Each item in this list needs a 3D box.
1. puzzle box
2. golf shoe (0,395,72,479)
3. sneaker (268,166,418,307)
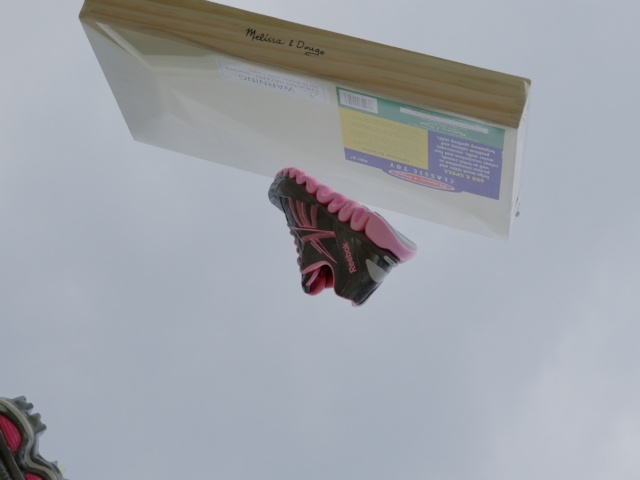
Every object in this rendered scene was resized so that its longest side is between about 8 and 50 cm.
[{"bbox_3d":[-0.006,-0.119,1.541,0.409,0.272,0.052,16,-109,10],"label":"puzzle box"},{"bbox_3d":[-0.274,0.093,1.062,0.273,0.120,0.105,54,-36,17],"label":"golf shoe"},{"bbox_3d":[0.000,0.000,0.892,0.057,0.047,0.119,-57,-143,0],"label":"sneaker"}]
